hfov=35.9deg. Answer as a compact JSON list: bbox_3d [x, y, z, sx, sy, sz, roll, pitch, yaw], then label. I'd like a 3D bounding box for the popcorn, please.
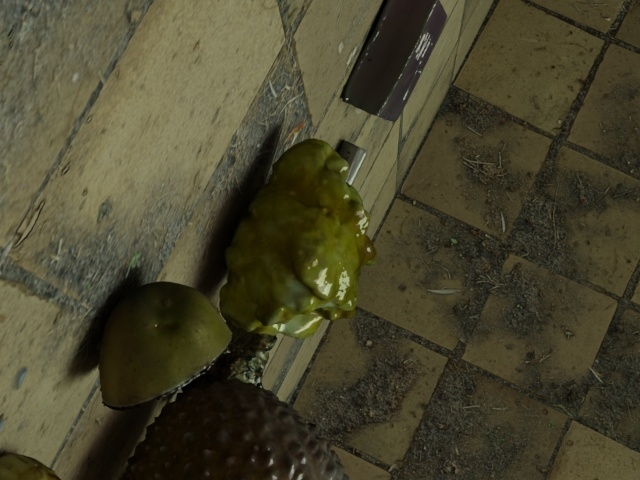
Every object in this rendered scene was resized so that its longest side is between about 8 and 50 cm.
[{"bbox_3d":[-0.052,0.018,1.722,0.293,0.292,0.334,-12,159,-33],"label":"popcorn"}]

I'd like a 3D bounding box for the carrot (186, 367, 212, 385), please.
[{"bbox_3d":[-0.220,0.202,1.705,0.087,0.087,0.193,-64,174,3],"label":"carrot"}]

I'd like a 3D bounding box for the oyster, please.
[{"bbox_3d":[-0.174,0.235,1.833,0.259,0.092,0.198,-14,-138,40],"label":"oyster"}]

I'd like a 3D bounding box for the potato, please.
[{"bbox_3d":[-0.225,0.121,1.307,0.202,0.182,0.117,-34,116,-37],"label":"potato"}]

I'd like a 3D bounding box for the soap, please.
[{"bbox_3d":[0.166,-0.408,2.181,0.285,0.107,0.296,-63,171,11],"label":"soap"}]

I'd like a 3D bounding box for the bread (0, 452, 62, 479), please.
[{"bbox_3d":[-0.379,0.367,1.147,0.236,0.106,0.140,-61,169,-24],"label":"bread"}]

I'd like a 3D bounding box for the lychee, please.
[{"bbox_3d":[-0.147,0.424,1.615,0.432,0.380,0.380,-40,157,-44],"label":"lychee"}]

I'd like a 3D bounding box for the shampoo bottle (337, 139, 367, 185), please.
[{"bbox_3d":[0.035,-0.121,2.331,0.227,0.055,0.086,-65,-153,5],"label":"shampoo bottle"}]
